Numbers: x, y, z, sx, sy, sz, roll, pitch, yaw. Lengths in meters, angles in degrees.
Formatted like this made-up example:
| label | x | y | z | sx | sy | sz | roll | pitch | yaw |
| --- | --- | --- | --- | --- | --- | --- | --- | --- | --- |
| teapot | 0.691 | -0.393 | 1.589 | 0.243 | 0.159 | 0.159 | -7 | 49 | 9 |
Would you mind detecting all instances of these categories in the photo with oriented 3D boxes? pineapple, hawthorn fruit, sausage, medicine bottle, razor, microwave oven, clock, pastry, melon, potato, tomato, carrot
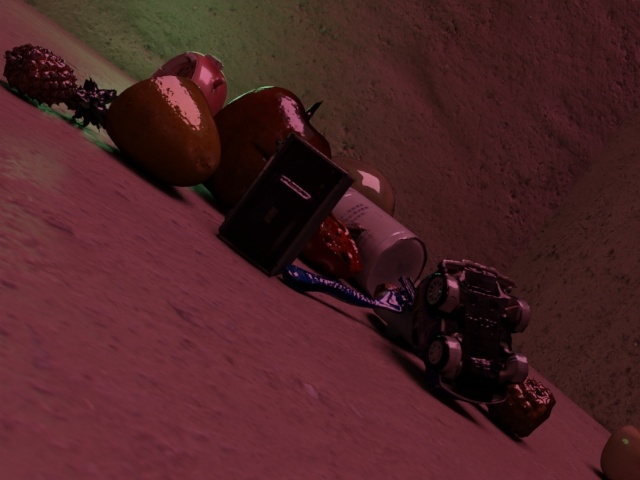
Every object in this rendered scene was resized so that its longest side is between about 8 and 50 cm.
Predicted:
| label | x | y | z | sx | sy | sz | roll | pitch | yaw |
| --- | --- | --- | --- | --- | --- | --- | --- | --- | --- |
| pineapple | 0.315 | 0.267 | 1.357 | 0.237 | 0.119 | 0.111 | 34 | 47 | 29 |
| hawthorn fruit | -0.106 | -0.186 | 1.486 | 0.268 | 0.301 | 0.268 | 38 | -2 | 1 |
| pineapple | -0.416 | -0.247 | 1.148 | 0.103 | 0.083 | 0.221 | 35 | 3 | 29 |
| sausage | -0.007 | -0.041 | 1.778 | 0.269 | 0.033 | 0.033 | 8 | -10 | 29 |
| medicine bottle | 0.097 | -0.007 | 1.854 | 0.190 | 0.190 | 0.332 | 31 | 8 | -48 |
| razor | 0.055 | 0.091 | 1.262 | 0.324 | 0.056 | 0.093 | 13 | 38 | -39 |
| microwave oven | -0.057 | -0.060 | 1.179 | 0.129 | 0.205 | 0.163 | 37 | 4 | 7 |
| clock | -0.293 | -0.294 | 1.561 | 0.142 | 0.241 | 0.227 | 37 | 3 | -39 |
| pastry | 0.747 | 0.536 | 1.614 | 0.265 | 0.133 | 0.265 | 37 | 5 | -4 |
| melon | 0.058 | -0.117 | 2.153 | 0.330 | 0.268 | 0.268 | 11 | -1 | 13 |
| potato | -0.243 | -0.163 | 1.211 | 0.158 | 0.178 | 0.203 | 55 | -13 | 22 |
| tomato | -0.004 | 0.000 | 1.620 | 0.228 | 0.101 | 0.228 | 52 | 12 | -16 |
| carrot | 0.219 | 0.175 | 1.752 | 0.229 | 0.069 | 0.069 | 35 | 5 | -31 |

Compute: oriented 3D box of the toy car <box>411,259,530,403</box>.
| label | x | y | z | sx | sy | sz | roll | pitch | yaw |
| --- | --- | --- | --- | --- | --- | --- | --- | --- | --- |
| toy car | 0.239 | 0.164 | 1.231 | 0.172 | 0.235 | 0.158 | 16 | -24 | -20 |

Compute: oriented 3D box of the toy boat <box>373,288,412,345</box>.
| label | x | y | z | sx | sy | sz | roll | pitch | yaw |
| --- | --- | --- | --- | --- | --- | --- | --- | --- | --- |
| toy boat | 0.156 | 0.164 | 1.444 | 0.134 | 0.079 | 0.207 | 45 | -6 | 3 |
